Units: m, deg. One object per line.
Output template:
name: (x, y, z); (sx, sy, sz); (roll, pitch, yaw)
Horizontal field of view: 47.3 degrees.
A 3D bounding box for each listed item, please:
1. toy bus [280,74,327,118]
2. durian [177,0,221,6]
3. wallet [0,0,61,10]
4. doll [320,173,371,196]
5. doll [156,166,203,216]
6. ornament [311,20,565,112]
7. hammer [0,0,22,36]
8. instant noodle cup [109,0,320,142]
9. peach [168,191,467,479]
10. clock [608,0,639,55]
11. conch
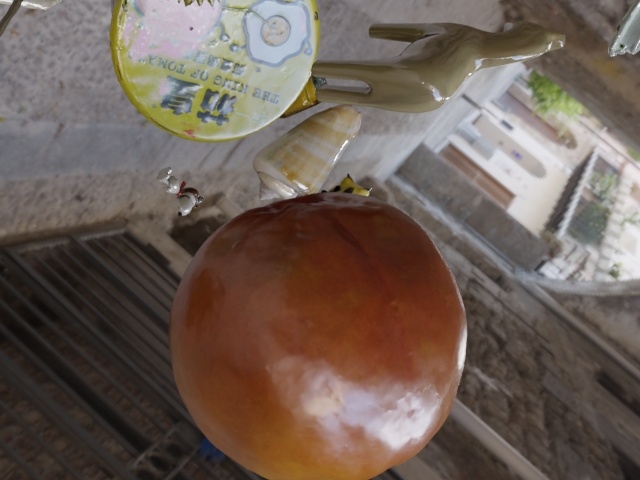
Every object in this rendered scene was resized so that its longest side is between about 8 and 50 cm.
toy bus: (-0.097, -0.413, 1.422); (0.121, 0.335, 0.123); (-18, 177, 22)
durian: (-0.151, -0.417, 0.802); (0.225, 0.291, 0.291); (-29, 175, 4)
wallet: (-0.591, -0.534, 1.266); (0.335, 0.274, 0.068); (-5, 167, -45)
doll: (0.000, 0.000, 1.490); (0.291, 0.117, 0.086); (-56, 152, 5)
doll: (-0.221, -0.078, 1.139); (0.040, 0.085, 0.058); (-15, -155, 27)
ornament: (0.149, -0.221, 0.883); (0.230, 0.245, 0.061); (-46, 138, -42)
hammer: (-0.439, -0.331, 1.048); (0.292, 0.058, 0.029); (-42, 150, 28)
instant noodle cup: (-0.193, -0.355, 1.181); (0.325, 0.325, 0.254); (-50, -143, 11)
peach: (-0.007, 0.099, 0.850); (0.343, 0.343, 0.301); (-39, 130, -59)
clock: (0.438, -0.315, 0.877); (0.236, 0.053, 0.236); (-47, 167, -15)
conch: (-0.018, -0.159, 1.426); (0.255, 0.127, 0.158); (-39, 139, 14)
